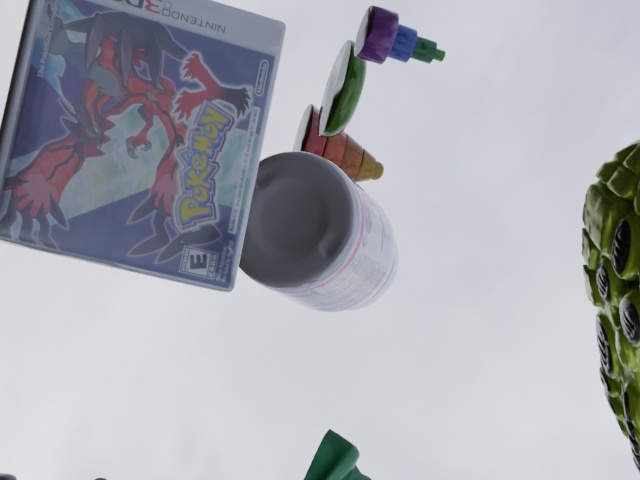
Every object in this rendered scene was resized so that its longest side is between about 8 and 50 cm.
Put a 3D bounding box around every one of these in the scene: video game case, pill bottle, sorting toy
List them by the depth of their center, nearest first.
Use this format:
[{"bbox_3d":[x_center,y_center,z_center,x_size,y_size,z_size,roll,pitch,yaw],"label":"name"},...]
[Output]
[{"bbox_3d":[-0.127,-0.080,1.040,0.023,0.183,0.201,-4,-107,67],"label":"video game case"},{"bbox_3d":[0.000,0.000,1.792,0.160,0.283,0.160,-3,-101,14],"label":"pill bottle"},{"bbox_3d":[0.064,-0.165,1.916,0.365,0.126,0.127,124,-21,-57],"label":"sorting toy"}]

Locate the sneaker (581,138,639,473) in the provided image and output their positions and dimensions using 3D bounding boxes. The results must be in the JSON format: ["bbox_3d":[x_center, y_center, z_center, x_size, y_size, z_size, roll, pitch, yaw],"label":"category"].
[{"bbox_3d":[0.227,0.035,0.882,0.124,0.295,0.109,-20,-129,-4],"label":"sneaker"}]

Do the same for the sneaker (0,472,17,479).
[{"bbox_3d":[-0.237,0.343,1.387,0.300,0.121,0.111,60,-24,27],"label":"sneaker"}]

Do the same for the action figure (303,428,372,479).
[{"bbox_3d":[-0.011,0.307,1.477,0.063,0.137,0.232,-32,-171,37],"label":"action figure"}]

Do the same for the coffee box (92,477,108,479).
[{"bbox_3d":[-0.142,0.308,0.957,0.168,0.119,0.297,48,-29,26],"label":"coffee box"}]
